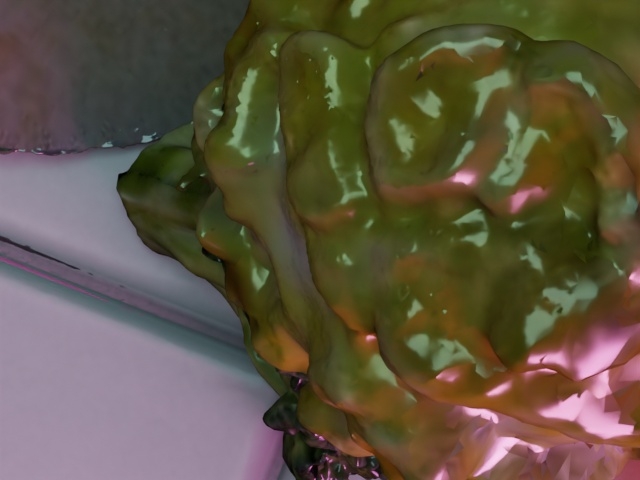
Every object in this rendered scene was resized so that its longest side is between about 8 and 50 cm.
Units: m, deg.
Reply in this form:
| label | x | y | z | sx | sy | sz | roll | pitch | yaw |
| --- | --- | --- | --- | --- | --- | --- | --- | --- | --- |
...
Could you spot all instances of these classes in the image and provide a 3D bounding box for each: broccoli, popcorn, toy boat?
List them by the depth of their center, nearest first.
| label | x | y | z | sx | sy | sz | roll | pitch | yaw |
| --- | --- | --- | --- | --- | --- | --- | --- | --- | --- |
| popcorn | 0.095 | -0.009 | 0.828 | 0.312 | 0.312 | 0.312 | 0 | 84 | -4 |
| broccoli | 0.000 | 0.000 | 1.099 | 0.245 | 0.248 | 0.288 | 30 | 93 | 35 |
| toy boat | -0.120 | -0.178 | 1.114 | 0.276 | 0.111 | 0.293 | 17 | 113 | -25 |

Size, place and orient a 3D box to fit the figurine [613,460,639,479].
| label | x | y | z | sx | sy | sz | roll | pitch | yaw |
| --- | --- | --- | --- | --- | --- | --- | --- | --- | --- |
| figurine | 0.221 | 0.229 | 1.051 | 0.248 | 0.277 | 0.388 | -33 | 85 | 17 |
